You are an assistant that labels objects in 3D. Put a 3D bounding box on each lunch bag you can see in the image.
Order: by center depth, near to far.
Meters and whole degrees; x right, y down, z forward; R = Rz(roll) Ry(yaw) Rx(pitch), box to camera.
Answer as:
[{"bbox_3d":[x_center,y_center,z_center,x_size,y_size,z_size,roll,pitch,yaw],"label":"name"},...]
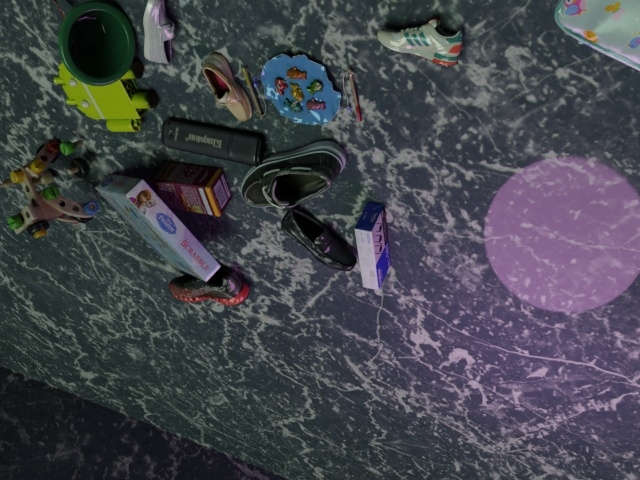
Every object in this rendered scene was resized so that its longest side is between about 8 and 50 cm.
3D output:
[{"bbox_3d":[0.505,-0.366,1.063,0.279,0.108,0.224,28,145,2],"label":"lunch bag"}]

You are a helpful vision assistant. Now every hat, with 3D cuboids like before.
[{"bbox_3d":[-0.537,-0.471,1.613,0.183,0.172,0.209,29,120,47],"label":"hat"}]

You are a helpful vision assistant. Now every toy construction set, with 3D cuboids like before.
[{"bbox_3d":[-0.809,-0.133,1.987,0.308,0.237,0.258,7,120,38],"label":"toy construction set"}]

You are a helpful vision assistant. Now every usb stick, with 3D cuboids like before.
[{"bbox_3d":[-0.261,-0.238,1.713,0.277,0.045,0.077,14,113,19],"label":"usb stick"}]

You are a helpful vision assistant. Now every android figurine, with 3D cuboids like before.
[{"bbox_3d":[-0.532,-0.374,1.733,0.272,0.056,0.248,5,136,25],"label":"android figurine"}]

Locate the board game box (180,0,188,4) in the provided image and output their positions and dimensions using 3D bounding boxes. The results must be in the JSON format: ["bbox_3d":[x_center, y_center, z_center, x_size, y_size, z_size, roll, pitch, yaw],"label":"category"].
[{"bbox_3d":[-0.275,-0.533,1.424,0.090,0.020,0.090,-16,124,42],"label":"board game box"}]

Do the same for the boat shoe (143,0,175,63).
[{"bbox_3d":[-0.343,-0.451,1.524,0.063,0.066,0.184,18,141,-3],"label":"boat shoe"}]

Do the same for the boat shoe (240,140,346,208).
[{"bbox_3d":[-0.088,-0.137,1.669,0.335,0.119,0.121,-22,120,44],"label":"boat shoe"}]

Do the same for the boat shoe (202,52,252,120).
[{"bbox_3d":[-0.212,-0.329,1.580,0.062,0.059,0.170,-5,131,35],"label":"boat shoe"}]

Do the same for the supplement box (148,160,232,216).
[{"bbox_3d":[-0.339,-0.136,1.855,0.188,0.081,0.104,10,139,22],"label":"supplement box"}]

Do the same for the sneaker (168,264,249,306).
[{"bbox_3d":[-0.351,0.124,2.140,0.275,0.098,0.135,2,135,27],"label":"sneaker"}]

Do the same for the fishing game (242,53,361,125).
[{"bbox_3d":[-0.045,-0.314,1.512,0.263,0.041,0.189,10,141,22],"label":"fishing game"}]

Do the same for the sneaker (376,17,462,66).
[{"bbox_3d":[0.185,-0.377,1.299,0.161,0.057,0.075,21,125,12],"label":"sneaker"}]

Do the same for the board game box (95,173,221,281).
[{"bbox_3d":[-0.450,-0.041,1.946,0.319,0.066,0.318,52,161,-27],"label":"board game box"}]

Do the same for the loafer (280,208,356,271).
[{"bbox_3d":[0.000,0.000,1.803,0.223,0.076,0.078,36,149,-3],"label":"loafer"}]

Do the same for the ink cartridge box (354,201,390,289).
[{"bbox_3d":[0.129,0.016,1.725,0.046,0.097,0.207,11,139,21],"label":"ink cartridge box"}]
